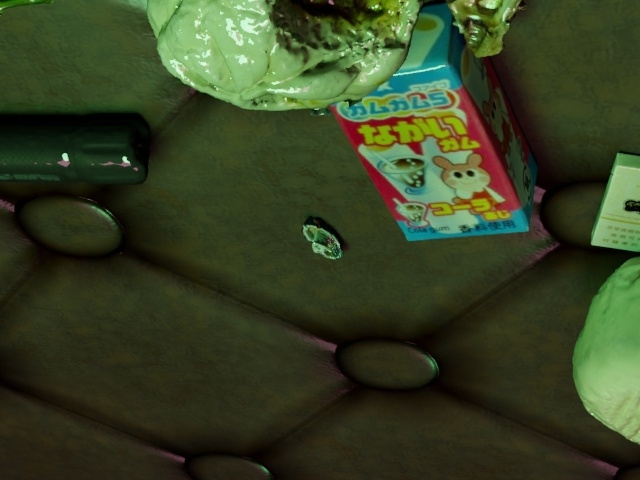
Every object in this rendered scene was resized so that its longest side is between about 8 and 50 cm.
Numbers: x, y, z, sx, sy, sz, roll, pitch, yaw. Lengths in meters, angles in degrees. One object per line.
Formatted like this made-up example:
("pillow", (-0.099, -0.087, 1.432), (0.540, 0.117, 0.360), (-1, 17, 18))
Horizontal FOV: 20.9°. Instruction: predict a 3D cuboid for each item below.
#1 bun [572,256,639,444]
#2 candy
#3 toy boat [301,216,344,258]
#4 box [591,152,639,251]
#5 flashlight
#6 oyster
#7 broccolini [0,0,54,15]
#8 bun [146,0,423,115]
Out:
("bun", (0.495, 0.135, 2.108), (0.360, 0.211, 0.359), (13, 152, 7))
("candy", (0.124, -0.126, 1.925), (0.157, 0.100, 0.306), (-4, 143, 23))
("toy boat", (0.000, 0.000, 2.205), (0.038, 0.038, 0.083), (-12, 141, 31))
("box", (0.378, -0.041, 2.042), (0.090, 0.024, 0.167), (9, 146, 2))
("flashlight", (-0.408, -0.105, 2.119), (0.424, 0.103, 0.103), (2, 145, 13))
("oyster", (0.157, -0.306, 1.674), (0.129, 0.078, 0.345), (14, 146, 17))
("broccolini", (-0.291, -0.270, 1.887), (0.194, 0.054, 0.052), (-18, 155, 40))
("bun", (-0.029, -0.223, 1.659), (0.282, 0.204, 0.281), (4, -171, -1))
